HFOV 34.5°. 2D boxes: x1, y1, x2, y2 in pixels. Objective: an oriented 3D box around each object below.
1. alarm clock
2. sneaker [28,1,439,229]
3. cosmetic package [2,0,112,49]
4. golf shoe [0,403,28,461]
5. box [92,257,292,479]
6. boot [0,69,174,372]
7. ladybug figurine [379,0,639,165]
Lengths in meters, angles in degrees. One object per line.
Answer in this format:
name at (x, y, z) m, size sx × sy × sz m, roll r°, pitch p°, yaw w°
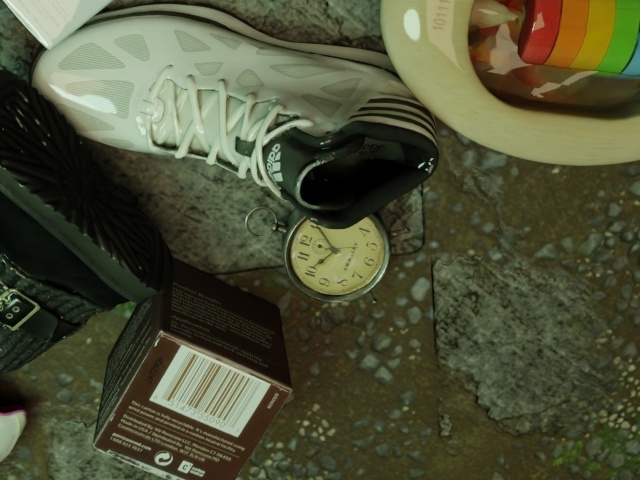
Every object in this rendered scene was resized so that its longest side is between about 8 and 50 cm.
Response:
alarm clock at (0.000, 0.000, 1.240) m, size 0.192 × 0.064 × 0.129 m, roll 18°, pitch 110°, yaw -16°
sneaker at (-0.086, -0.134, 1.067) m, size 0.447 × 0.257 × 0.169 m, roll 4°, pitch 112°, yaw -8°
cosmetic package at (-0.214, -0.295, 1.037) m, size 0.231 × 0.117 × 0.085 m, roll -42°, pitch 112°, yaw -5°
golf shoe at (-0.482, 0.159, 1.240) m, size 0.140 × 0.115 × 0.306 m, roll -42°, pitch 111°, yaw -15°
box at (-0.149, 0.156, 1.211) m, size 0.168 × 0.203 × 0.167 m, roll 26°, pitch 108°, yaw -16°
boot at (-0.354, -0.004, 1.108) m, size 0.260 × 0.131 × 0.348 m, roll -23°, pitch 125°, yaw 20°
ladybug figurine at (0.275, -0.240, 1.115) m, size 0.449 × 0.162 × 0.305 m, roll 8°, pitch 109°, yaw -12°
